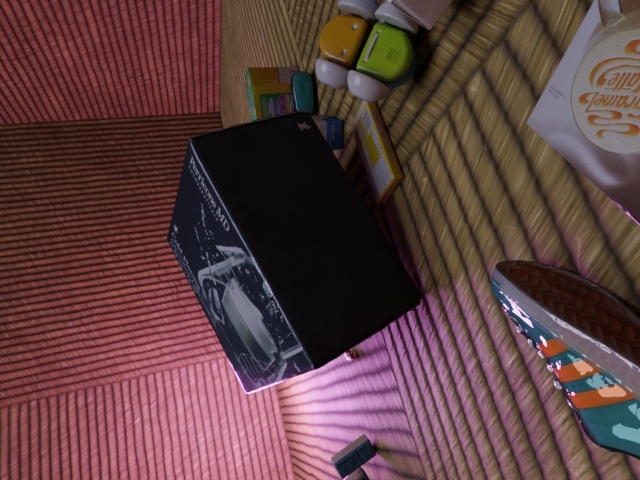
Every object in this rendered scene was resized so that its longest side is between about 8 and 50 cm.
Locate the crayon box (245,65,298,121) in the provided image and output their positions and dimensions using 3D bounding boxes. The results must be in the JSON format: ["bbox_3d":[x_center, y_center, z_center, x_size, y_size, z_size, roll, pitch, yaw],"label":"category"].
[{"bbox_3d":[-0.140,-0.416,1.372,0.081,0.165,0.278,176,86,-73],"label":"crayon box"}]

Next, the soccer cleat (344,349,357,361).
[{"bbox_3d":[0.092,0.347,1.251,0.083,0.029,0.035,-179,72,-76],"label":"soccer cleat"}]

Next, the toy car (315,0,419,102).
[{"bbox_3d":[0.091,-0.327,0.738,0.182,0.136,0.159,33,107,30],"label":"toy car"}]

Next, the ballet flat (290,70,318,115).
[{"bbox_3d":[-0.049,-0.356,1.260,0.096,0.095,0.280,-165,78,-82],"label":"ballet flat"}]

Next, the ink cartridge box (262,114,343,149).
[{"bbox_3d":[-0.070,-0.279,1.108,0.134,0.231,0.078,-132,37,-60],"label":"ink cartridge box"}]

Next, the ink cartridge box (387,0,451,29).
[{"bbox_3d":[0.127,-0.410,0.578,0.148,0.086,0.203,-51,44,30],"label":"ink cartridge box"}]

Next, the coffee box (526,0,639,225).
[{"bbox_3d":[0.288,-0.078,0.296,0.141,0.098,0.246,101,154,-47],"label":"coffee box"}]

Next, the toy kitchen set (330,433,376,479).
[{"bbox_3d":[0.147,0.683,1.155,0.207,0.122,0.166,63,165,-9],"label":"toy kitchen set"}]

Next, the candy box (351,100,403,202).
[{"bbox_3d":[0.117,-0.194,0.901,0.105,0.027,0.206,115,143,-65],"label":"candy box"}]

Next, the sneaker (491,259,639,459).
[{"bbox_3d":[0.277,0.132,0.422,0.302,0.108,0.121,-127,37,-54],"label":"sneaker"}]

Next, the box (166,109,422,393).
[{"bbox_3d":[-0.106,0.054,0.984,0.480,0.297,0.472,59,146,10],"label":"box"}]
